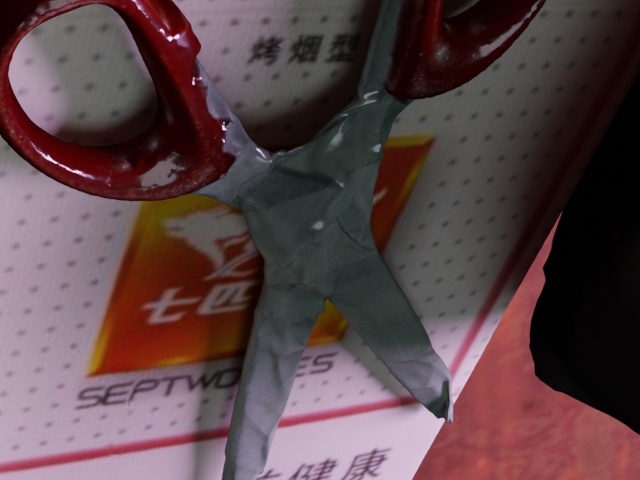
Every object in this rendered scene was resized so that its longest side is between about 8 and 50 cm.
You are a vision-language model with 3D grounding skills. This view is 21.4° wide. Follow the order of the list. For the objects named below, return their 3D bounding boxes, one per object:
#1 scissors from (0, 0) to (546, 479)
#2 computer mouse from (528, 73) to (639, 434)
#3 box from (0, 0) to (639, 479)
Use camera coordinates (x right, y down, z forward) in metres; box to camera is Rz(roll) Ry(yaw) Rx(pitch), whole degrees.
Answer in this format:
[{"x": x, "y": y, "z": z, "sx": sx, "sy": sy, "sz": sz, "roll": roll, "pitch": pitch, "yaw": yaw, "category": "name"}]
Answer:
[{"x": 0.000, "y": 0.000, "z": 0.445, "sx": 0.144, "sy": 0.017, "sz": 0.247, "roll": -22, "pitch": 145, "yaw": -11, "category": "scissors"}, {"x": 0.163, "y": -0.080, "z": 0.450, "sx": 0.116, "sy": 0.183, "sz": 0.323, "roll": 25, "pitch": 113, "yaw": 2, "category": "computer mouse"}, {"x": -0.043, "y": -0.001, "z": 0.505, "sx": 0.210, "sy": 0.095, "sz": 0.330, "roll": -6, "pitch": 140, "yaw": -30, "category": "box"}]
